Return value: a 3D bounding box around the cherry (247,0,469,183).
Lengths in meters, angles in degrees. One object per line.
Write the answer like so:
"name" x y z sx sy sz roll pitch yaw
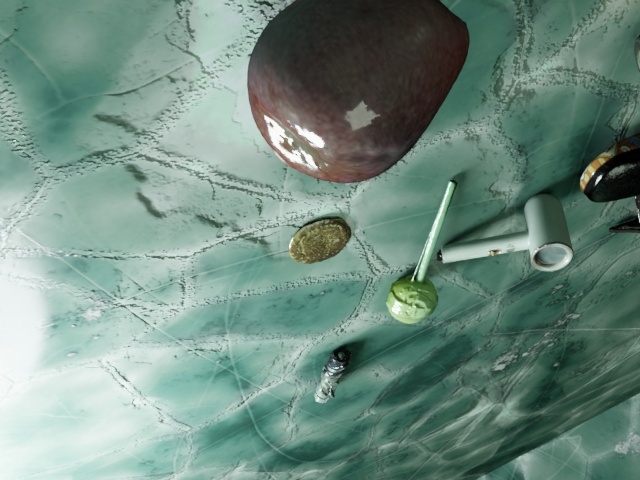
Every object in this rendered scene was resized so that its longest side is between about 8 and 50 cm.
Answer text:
"cherry" 0.036 -0.185 0.842 0.239 0.206 0.239 -59 170 -18

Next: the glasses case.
"glasses case" 0.606 -0.149 1.367 0.320 0.082 0.122 -18 153 -14

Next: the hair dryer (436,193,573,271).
"hair dryer" 0.324 0.002 1.392 0.236 0.131 0.073 -14 135 18

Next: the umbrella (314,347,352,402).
"umbrella" 0.020 0.294 1.648 0.046 0.050 0.188 10 138 -11

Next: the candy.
"candy" 0.189 0.022 1.365 0.092 0.093 0.336 -55 162 -45

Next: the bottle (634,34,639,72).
"bottle" 0.583 -0.301 1.100 0.253 0.096 0.079 -14 -168 12

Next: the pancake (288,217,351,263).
"pancake" 0.000 0.001 1.246 0.114 0.011 0.115 -17 147 -12

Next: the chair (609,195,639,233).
"chair" 0.651 -0.066 1.505 0.106 0.113 0.229 -17 -168 -10
